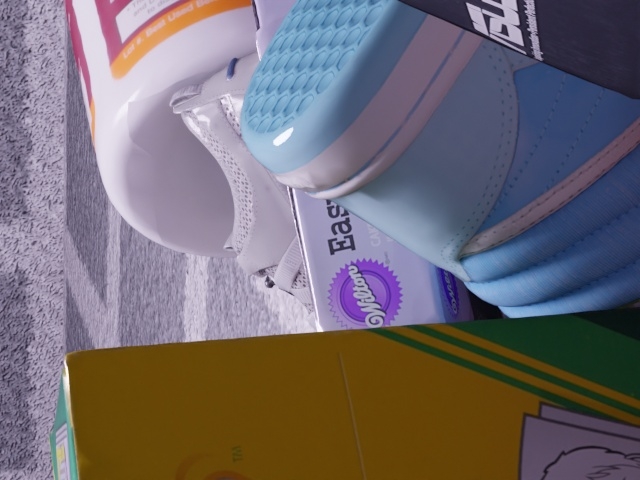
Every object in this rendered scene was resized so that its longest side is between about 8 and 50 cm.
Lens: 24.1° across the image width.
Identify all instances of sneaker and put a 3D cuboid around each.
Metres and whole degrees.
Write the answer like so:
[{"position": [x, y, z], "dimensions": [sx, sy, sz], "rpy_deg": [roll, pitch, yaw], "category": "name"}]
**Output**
[{"position": [0.000, 0.000, 0.950], "dimensions": [0.105, 0.115, 0.281], "rpy_deg": [-67, -41, -60], "category": "sneaker"}, {"position": [0.131, -0.107, 0.627], "dimensions": [0.319, 0.208, 0.127], "rpy_deg": [-53, 23, -5], "category": "sneaker"}]

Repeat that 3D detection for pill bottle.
[{"position": [-0.079, -0.199, 1.103], "dimensions": [0.224, 0.224, 0.392], "rpy_deg": [106, 154, -46], "category": "pill bottle"}]

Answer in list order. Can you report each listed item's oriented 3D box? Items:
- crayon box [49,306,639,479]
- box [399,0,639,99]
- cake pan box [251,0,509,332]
[{"position": [0.079, 0.211, 0.535], "dimensions": [0.106, 0.313, 0.363], "rpy_deg": [123, 140, -61], "category": "crayon box"}, {"position": [0.110, -0.240, 0.259], "dimensions": [0.395, 0.097, 0.318], "rpy_deg": [-64, -9, 0], "category": "box"}, {"position": [0.036, -0.063, 0.793], "dimensions": [0.246, 0.070, 0.266], "rpy_deg": [11, -113, -72], "category": "cake pan box"}]
